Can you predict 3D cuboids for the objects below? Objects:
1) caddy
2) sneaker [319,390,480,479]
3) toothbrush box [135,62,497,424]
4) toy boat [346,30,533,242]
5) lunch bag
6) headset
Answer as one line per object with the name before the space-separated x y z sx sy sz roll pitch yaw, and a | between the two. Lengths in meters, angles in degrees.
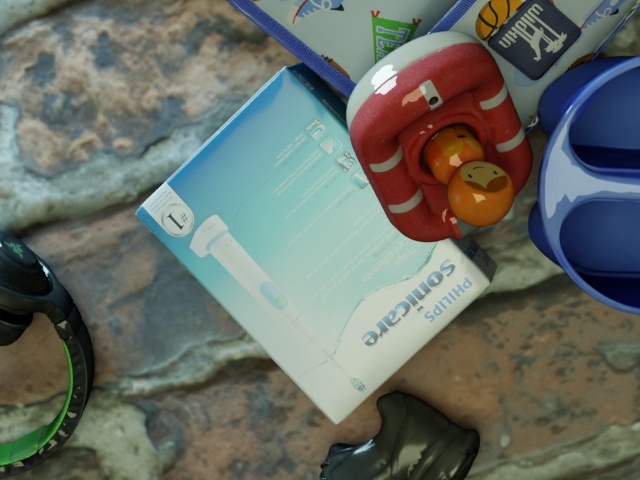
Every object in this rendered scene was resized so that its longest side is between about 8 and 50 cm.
caddy | 0.353 -0.054 1.756 0.341 0.179 0.241 1 100 -14
sneaker | 0.041 0.280 1.953 0.130 0.109 0.286 38 96 12
toothbrush box | 0.000 0.000 1.894 0.216 0.126 0.295 -44 89 12
toy boat | 0.122 -0.072 1.690 0.151 0.231 0.151 -32 47 -2
lunch bag | 0.107 -0.279 1.789 0.385 0.239 0.328 39 102 -14
headset | -0.400 0.079 1.944 0.243 0.185 0.394 -28 104 12
